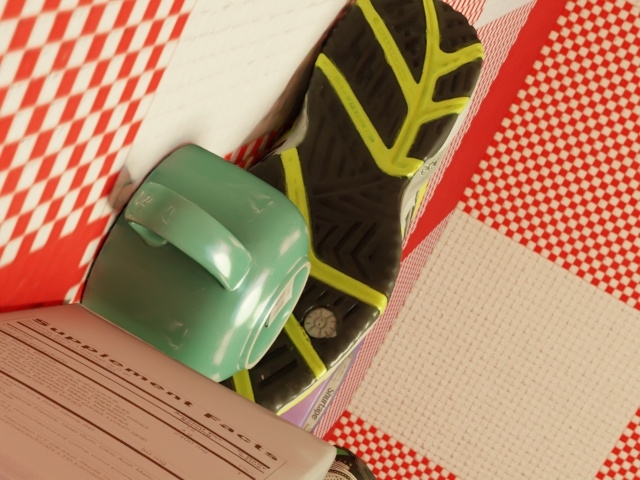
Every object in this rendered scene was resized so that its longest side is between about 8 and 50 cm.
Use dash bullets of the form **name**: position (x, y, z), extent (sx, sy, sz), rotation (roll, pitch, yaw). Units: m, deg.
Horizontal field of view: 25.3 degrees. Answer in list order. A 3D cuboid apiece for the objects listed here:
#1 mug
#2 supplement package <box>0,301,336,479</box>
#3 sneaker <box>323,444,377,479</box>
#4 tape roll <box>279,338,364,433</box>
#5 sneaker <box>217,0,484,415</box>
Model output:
- **mug**: position (-0.069, 0.023, 0.835), extent (0.129, 0.097, 0.158), rotation (-63, 171, 20)
- **supplement package**: position (-0.128, 0.149, 0.652), extent (0.177, 0.175, 0.293), rotation (-62, 171, 4)
- **sneaker**: position (-0.066, 0.361, 1.632), extent (0.343, 0.134, 0.146), rotation (-41, 174, 22)
- **tape roll**: position (-0.029, 0.159, 1.586), extent (0.189, 0.080, 0.189), rotation (-58, 172, -13)
- **sneaker**: position (0.000, 0.000, 1.012), extent (0.384, 0.145, 0.147), rotation (-54, 169, -26)
